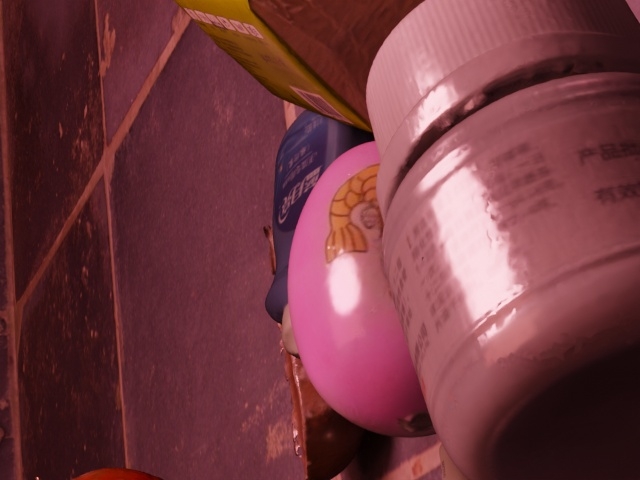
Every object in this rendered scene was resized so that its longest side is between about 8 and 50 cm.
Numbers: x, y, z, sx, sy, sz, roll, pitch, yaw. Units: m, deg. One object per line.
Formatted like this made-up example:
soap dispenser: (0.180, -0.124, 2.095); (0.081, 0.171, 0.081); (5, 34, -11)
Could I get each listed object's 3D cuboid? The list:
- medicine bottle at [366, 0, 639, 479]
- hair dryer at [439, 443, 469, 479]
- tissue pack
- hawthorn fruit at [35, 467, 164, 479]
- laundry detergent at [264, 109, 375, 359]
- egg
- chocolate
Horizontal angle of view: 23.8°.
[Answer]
medicine bottle: (0.161, -0.008, 0.990); (0.245, 0.245, 0.306); (116, 148, -45)
hair dryer: (0.125, 0.272, 1.330); (0.199, 0.067, 0.167); (97, 171, -52)
tissue pack: (-0.004, -0.227, 1.415); (0.167, 0.200, 0.274); (-48, 24, -4)
hawthorn fruit: (-0.267, 0.448, 1.765); (0.403, 0.402, 0.403); (-178, 90, -67)
laundry detergent: (0.000, 0.000, 1.469); (0.143, 0.094, 0.290); (-41, 31, 40)
egg: (0.064, 0.037, 1.285); (0.271, 0.196, 0.196); (-114, 34, -43)
chocolate: (0.001, 0.116, 1.563); (0.161, 0.083, 0.261); (88, 172, -54)
